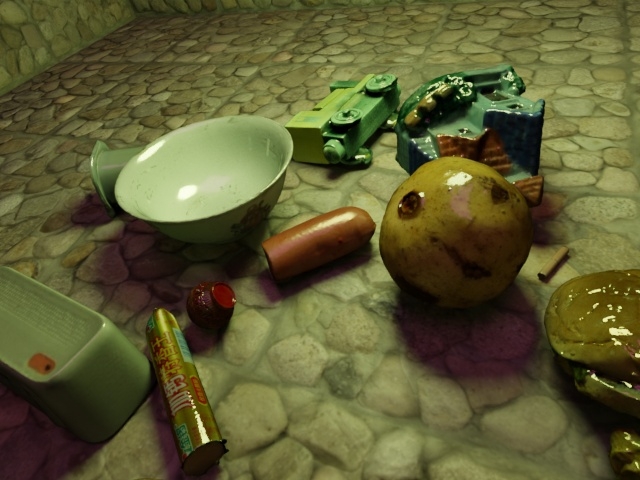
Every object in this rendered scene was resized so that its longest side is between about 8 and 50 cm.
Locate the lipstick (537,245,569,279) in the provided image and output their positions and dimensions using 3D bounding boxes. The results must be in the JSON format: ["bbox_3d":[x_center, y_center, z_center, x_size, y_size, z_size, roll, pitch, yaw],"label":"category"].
[{"bbox_3d":[0.466,0.044,0.916,0.094,0.019,0.019,-38,48,-24],"label":"lipstick"}]

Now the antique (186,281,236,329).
[{"bbox_3d":[-0.225,0.133,0.938,0.104,0.104,0.104,-7,42,7],"label":"antique"}]

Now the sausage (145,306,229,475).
[{"bbox_3d":[-0.263,0.243,0.844,0.082,0.082,0.371,-27,43,-14],"label":"sausage"}]

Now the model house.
[{"bbox_3d":[0.350,-0.205,1.012,0.295,0.252,0.329,-8,37,-4],"label":"model house"}]

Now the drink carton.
[{"bbox_3d":[-0.526,-0.189,1.305,0.189,0.191,0.185,-5,40,-1],"label":"drink carton"}]

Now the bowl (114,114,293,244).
[{"bbox_3d":[-0.258,-0.118,1.142,0.435,0.196,0.435,-7,42,7],"label":"bowl"}]

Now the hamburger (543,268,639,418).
[{"bbox_3d":[0.486,0.133,0.679,0.265,0.134,0.285,-1,15,7],"label":"hamburger"}]

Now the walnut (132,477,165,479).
[{"bbox_3d":[-0.255,0.396,0.662,0.124,0.105,0.105,-12,42,-6],"label":"walnut"}]

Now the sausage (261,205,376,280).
[{"bbox_3d":[0.000,0.000,1.017,0.259,0.113,0.113,-23,43,-11],"label":"sausage"}]

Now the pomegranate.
[{"bbox_3d":[0.244,-0.013,0.855,0.281,0.281,0.281,-7,42,7],"label":"pomegranate"}]

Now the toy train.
[{"bbox_3d":[0.080,-0.363,1.360,0.253,0.160,0.397,12,48,35],"label":"toy train"}]

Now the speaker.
[{"bbox_3d":[-0.525,0.200,0.875,0.406,0.184,0.183,15,49,28],"label":"speaker"}]

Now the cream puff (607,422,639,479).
[{"bbox_3d":[0.456,0.293,0.589,0.156,0.156,0.121,-14,84,0],"label":"cream puff"}]
